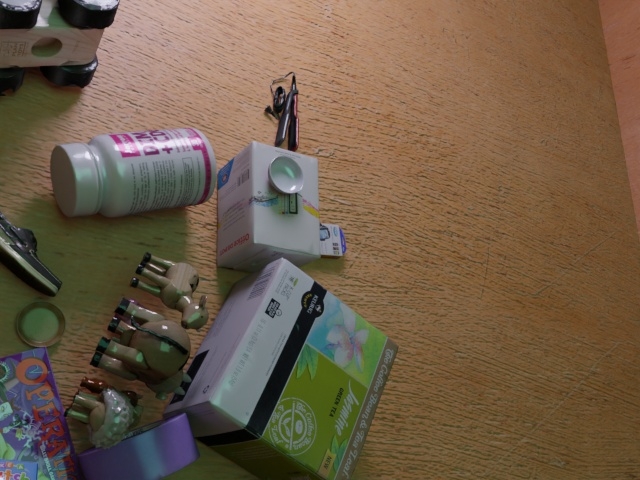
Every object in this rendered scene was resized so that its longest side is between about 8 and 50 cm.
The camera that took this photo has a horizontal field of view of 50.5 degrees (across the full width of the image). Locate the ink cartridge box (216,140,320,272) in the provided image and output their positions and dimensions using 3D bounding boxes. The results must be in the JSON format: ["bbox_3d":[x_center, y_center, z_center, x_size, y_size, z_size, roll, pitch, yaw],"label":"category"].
[{"bbox_3d":[-0.114,-0.060,1.468,0.168,0.171,0.232,11,67,-33],"label":"ink cartridge box"}]

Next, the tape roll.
[{"bbox_3d":[-0.307,0.364,1.152,0.189,0.189,0.080,-15,83,-39],"label":"tape roll"}]

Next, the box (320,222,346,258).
[{"bbox_3d":[0.000,0.000,1.621,0.136,0.028,0.081,7,69,-37],"label":"box"}]

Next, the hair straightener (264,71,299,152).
[{"bbox_3d":[-0.091,-0.325,1.666,0.089,0.047,0.230,19,62,-29],"label":"hair straightener"}]

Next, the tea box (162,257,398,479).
[{"bbox_3d":[-0.069,0.274,1.340,0.323,0.220,0.329,38,54,-19],"label":"tea box"}]

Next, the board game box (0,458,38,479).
[{"bbox_3d":[-0.495,0.406,0.970,0.160,0.039,0.211,18,29,-29],"label":"board game box"}]

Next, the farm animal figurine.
[{"bbox_3d":[-0.284,0.183,1.165,0.172,0.327,0.330,26,76,-12],"label":"farm animal figurine"}]

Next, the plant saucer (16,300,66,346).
[{"bbox_3d":[-0.497,0.150,1.209,0.083,0.015,0.083,13,65,-31],"label":"plant saucer"}]

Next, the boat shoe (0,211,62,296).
[{"bbox_3d":[-0.537,0.005,1.195,0.223,0.080,0.073,43,58,-10],"label":"boat shoe"}]

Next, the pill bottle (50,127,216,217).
[{"bbox_3d":[-0.361,-0.131,1.322,0.283,0.160,0.160,-13,81,-38],"label":"pill bottle"}]

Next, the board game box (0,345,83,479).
[{"bbox_3d":[-0.508,0.366,1.100,0.208,0.056,0.346,-13,80,-43],"label":"board game box"}]

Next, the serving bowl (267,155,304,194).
[{"bbox_3d":[-0.075,-0.131,1.393,0.083,0.027,0.083,13,65,-32],"label":"serving bowl"}]

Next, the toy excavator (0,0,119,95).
[{"bbox_3d":[-0.653,-0.509,1.257,0.433,0.222,0.445,-15,68,-39],"label":"toy excavator"}]
